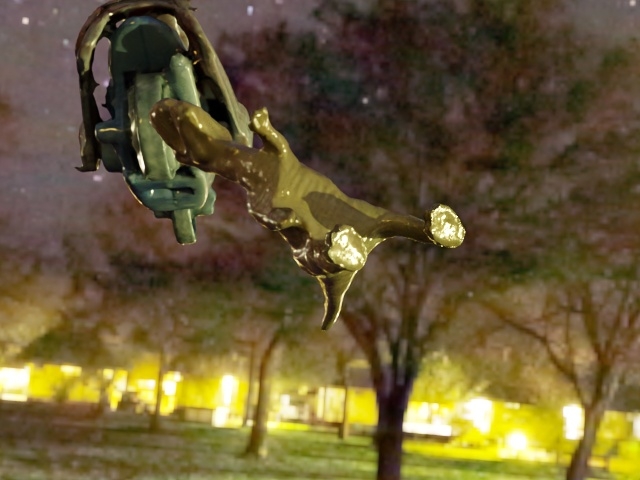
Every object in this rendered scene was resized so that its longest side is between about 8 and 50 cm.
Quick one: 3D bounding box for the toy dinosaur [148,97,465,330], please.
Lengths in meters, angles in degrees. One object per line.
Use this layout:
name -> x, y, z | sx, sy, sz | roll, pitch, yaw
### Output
toy dinosaur -> 0.002, -0.004, 0.749 | 0.251, 0.072, 0.200 | 38, -15, -37

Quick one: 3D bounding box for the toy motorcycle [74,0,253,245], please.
toy motorcycle -> -0.153, -0.145, 1.218 | 0.182, 0.241, 0.319 | 20, -17, 5
